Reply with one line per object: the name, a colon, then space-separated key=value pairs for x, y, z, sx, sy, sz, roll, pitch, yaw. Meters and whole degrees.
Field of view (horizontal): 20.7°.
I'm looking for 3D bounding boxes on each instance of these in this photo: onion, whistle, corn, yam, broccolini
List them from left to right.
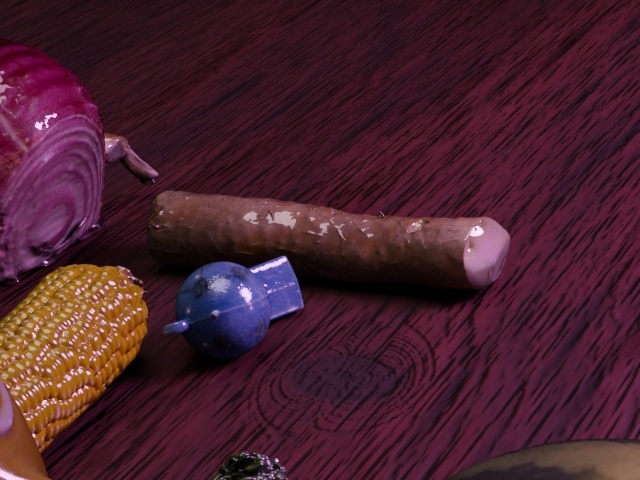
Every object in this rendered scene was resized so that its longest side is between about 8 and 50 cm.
onion: x=-0.336 y=-0.090 z=1.732 sx=0.256 sy=0.230 sz=0.272 roll=0 pitch=31 yaw=14
corn: x=-0.232 y=0.108 z=1.389 sx=0.106 sy=0.106 sz=0.305 roll=4 pitch=25 yaw=21
broccolini: x=-0.109 y=0.211 z=1.207 sx=0.203 sy=0.068 sz=0.091 roll=-28 pitch=15 yaw=-11
whistle: x=-0.069 y=0.054 z=1.504 sx=0.158 sy=0.090 sz=0.090 roll=-21 pitch=27 yaw=-33
yam: x=0.000 y=0.000 z=1.624 sx=0.357 sy=0.081 sz=0.081 roll=4 pitch=25 yaw=27

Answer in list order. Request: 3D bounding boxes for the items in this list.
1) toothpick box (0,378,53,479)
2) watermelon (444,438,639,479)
toothpick box: x=-0.339 y=0.169 z=0.880 sx=0.425 sy=0.408 sz=0.409 roll=17 pitch=32 yaw=36
watermelon: x=0.148 y=0.229 z=0.793 sx=0.359 sy=0.278 sz=0.279 roll=13 pitch=29 yaw=33
